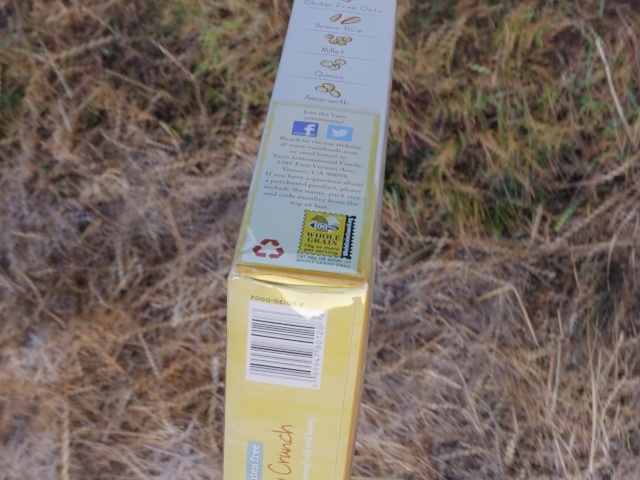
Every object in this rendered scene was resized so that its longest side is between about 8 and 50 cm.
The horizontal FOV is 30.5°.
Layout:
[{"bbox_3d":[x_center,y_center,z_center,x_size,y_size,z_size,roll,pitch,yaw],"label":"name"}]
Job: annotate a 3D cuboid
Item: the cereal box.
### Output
[{"bbox_3d":[0.000,0.000,0.475,0.047,0.173,0.240,7,41,3],"label":"cereal box"}]
